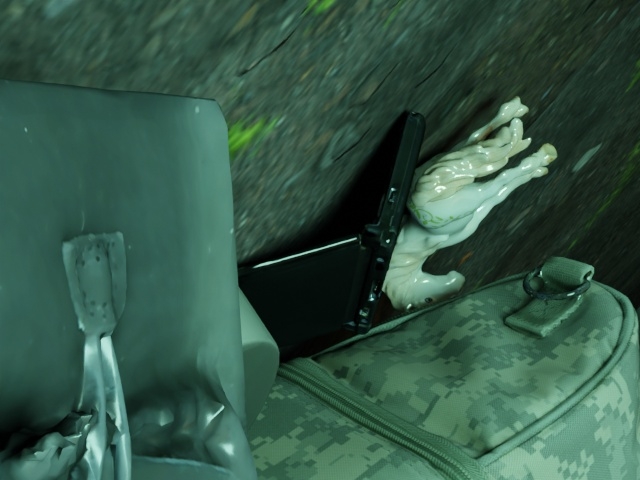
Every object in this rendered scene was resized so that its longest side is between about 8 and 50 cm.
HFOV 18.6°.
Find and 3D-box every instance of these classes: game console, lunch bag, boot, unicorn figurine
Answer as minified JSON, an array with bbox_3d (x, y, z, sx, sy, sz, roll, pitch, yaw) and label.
[{"bbox_3d":[0.000,0.000,0.939,0.122,0.071,0.107,102,3,-67],"label":"game console"},{"bbox_3d":[0.080,0.189,1.013,0.256,0.212,0.305,-27,116,-23],"label":"lunch bag"},{"bbox_3d":[-0.157,0.143,0.328,0.445,0.146,0.367,-9,113,-73],"label":"boot"},{"bbox_3d":[0.073,-0.016,1.047,0.111,0.060,0.162,-39,152,-6],"label":"unicorn figurine"}]

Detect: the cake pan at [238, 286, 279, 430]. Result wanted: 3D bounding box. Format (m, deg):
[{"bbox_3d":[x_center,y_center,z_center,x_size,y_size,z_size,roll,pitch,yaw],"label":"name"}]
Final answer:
[{"bbox_3d":[-0.123,0.116,0.792,0.293,0.054,0.293,-44,167,-13],"label":"cake pan"}]
